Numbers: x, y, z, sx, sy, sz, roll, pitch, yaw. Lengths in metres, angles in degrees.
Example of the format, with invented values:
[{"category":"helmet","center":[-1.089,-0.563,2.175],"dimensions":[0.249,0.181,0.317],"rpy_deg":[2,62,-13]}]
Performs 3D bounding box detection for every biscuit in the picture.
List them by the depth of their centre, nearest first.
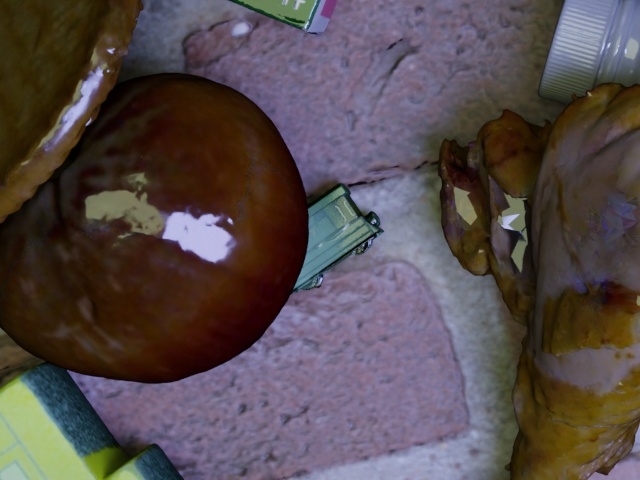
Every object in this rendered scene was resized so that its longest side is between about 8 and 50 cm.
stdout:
[{"category":"biscuit","center":[-0.242,-0.138,1.382],"dimensions":[0.318,0.040,0.318],"rpy_deg":[-23,52,34]}]

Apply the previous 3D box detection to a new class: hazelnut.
[{"category":"hazelnut","center":[-0.135,-0.003,1.384],"dimensions":[0.251,0.217,0.217],"rpy_deg":[-32,89,25]}]

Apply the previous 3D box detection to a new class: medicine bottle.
[{"category":"medicine bottle","center":[0.250,-0.130,1.381],"dimensions":[0.168,0.105,0.105],"rpy_deg":[16,95,6]}]

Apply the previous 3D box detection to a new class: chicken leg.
[{"category":"chicken leg","center":[0.181,0.045,1.377],"dimensions":[0.295,0.182,0.409],"rpy_deg":[37,126,34]}]

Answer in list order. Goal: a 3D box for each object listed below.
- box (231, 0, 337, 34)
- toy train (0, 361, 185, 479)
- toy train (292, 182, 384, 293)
[{"category":"box","center":[-0.067,-0.252,1.428],"dimensions":[0.199,0.081,0.135],"rpy_deg":[23,96,8]},{"category":"toy train","center":[-0.184,0.294,1.432],"dimensions":[0.272,0.179,0.442],"rpy_deg":[-36,87,1]},{"category":"toy train","center":[0.000,0.000,1.453],"dimensions":[0.093,0.038,0.056],"rpy_deg":[-35,86,8]}]
